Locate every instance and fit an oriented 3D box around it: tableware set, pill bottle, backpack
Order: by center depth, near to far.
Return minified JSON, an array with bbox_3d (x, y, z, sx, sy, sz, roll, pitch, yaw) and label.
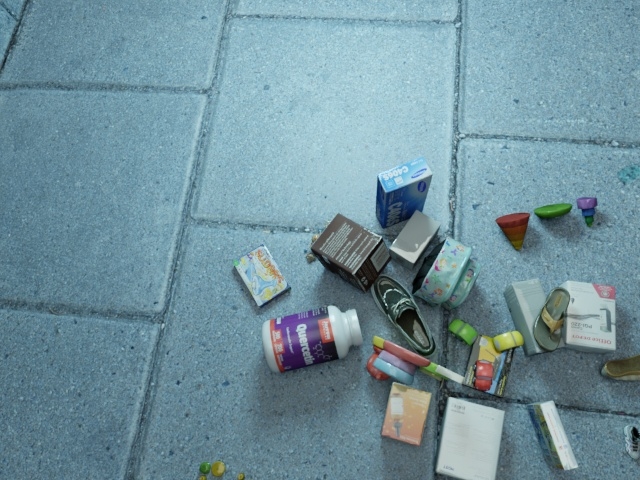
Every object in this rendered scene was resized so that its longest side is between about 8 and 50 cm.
[{"bbox_3d":[-0.327,0.782,1.710,0.154,0.024,0.103,1,68,7],"label":"tableware set"},{"bbox_3d":[0.422,0.112,1.746,0.191,0.253,0.225,28,75,14],"label":"backpack"},{"bbox_3d":[-0.026,0.326,1.753,0.323,0.181,0.181,-14,70,1],"label":"pill bottle"}]

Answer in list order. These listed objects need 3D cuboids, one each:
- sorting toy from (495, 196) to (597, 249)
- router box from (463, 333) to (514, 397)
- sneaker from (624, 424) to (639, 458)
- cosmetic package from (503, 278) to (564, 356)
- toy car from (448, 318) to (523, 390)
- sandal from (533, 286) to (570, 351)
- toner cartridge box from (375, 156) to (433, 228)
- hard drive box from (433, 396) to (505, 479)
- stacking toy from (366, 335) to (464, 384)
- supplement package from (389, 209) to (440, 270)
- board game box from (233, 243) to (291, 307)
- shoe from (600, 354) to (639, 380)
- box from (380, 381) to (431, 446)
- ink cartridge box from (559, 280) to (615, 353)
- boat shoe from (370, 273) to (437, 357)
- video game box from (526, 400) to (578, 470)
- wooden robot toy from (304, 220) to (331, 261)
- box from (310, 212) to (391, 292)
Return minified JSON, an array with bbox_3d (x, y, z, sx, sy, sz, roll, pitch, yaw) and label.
[{"bbox_3d":[0.818,-0.057,1.865,0.366,0.127,0.126,-14,99,-2],"label":"sorting toy"},{"bbox_3d":[0.560,0.417,1.735,0.133,0.046,0.178,16,73,12],"label":"router box"},{"bbox_3d":[0.972,0.624,1.609,0.038,0.069,0.098,-6,70,4],"label":"sneaker"},{"bbox_3d":[0.707,0.259,1.734,0.107,0.127,0.237,-10,68,0],"label":"cosmetic package"},{"bbox_3d":[0.522,0.341,1.713,0.225,0.053,0.239,38,79,18],"label":"toy car"},{"bbox_3d":[0.739,0.242,1.640,0.090,0.060,0.219,27,73,12],"label":"sandal"},{"bbox_3d":[0.281,-0.155,1.804,0.165,0.348,0.075,-23,71,-2],"label":"toner cartridge box"},{"bbox_3d":[0.469,0.634,1.645,0.181,0.089,0.232,13,72,10],"label":"hard drive box"},{"bbox_3d":[0.281,0.423,1.647,0.280,0.309,0.130,26,83,3],"label":"stacking toy"},{"bbox_3d":[0.337,0.000,1.872,0.105,0.105,0.179,33,78,16],"label":"supplement package"},{"bbox_3d":[-0.215,0.128,1.919,0.136,0.035,0.201,-32,71,-6],"label":"board game box"},{"bbox_3d":[1.022,0.416,1.689,0.219,0.058,0.076,-3,50,1],"label":"shoe"},{"bbox_3d":[0.276,0.564,1.688,0.130,0.091,0.170,13,72,10],"label":"box"},{"bbox_3d":[0.886,0.256,1.735,0.159,0.092,0.217,7,73,8],"label":"ink cartridge box"},{"bbox_3d":[0.291,0.244,1.783,0.121,0.119,0.335,-35,70,-6],"label":"boat shoe"},{"bbox_3d":[0.697,0.587,1.579,0.048,0.205,0.187,-18,69,3],"label":"video game box"},{"bbox_3d":[0.000,0.000,1.920,0.076,0.079,0.173,34,78,16],"label":"wooden robot toy"},{"bbox_3d":[0.110,0.044,1.822,0.203,0.168,0.167,30,76,33],"label":"box"}]
